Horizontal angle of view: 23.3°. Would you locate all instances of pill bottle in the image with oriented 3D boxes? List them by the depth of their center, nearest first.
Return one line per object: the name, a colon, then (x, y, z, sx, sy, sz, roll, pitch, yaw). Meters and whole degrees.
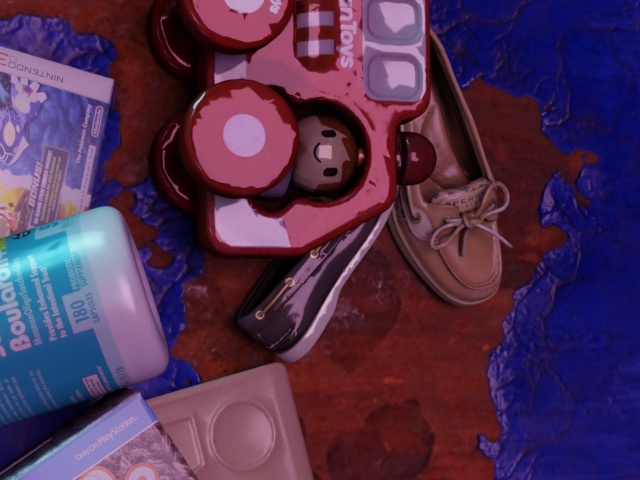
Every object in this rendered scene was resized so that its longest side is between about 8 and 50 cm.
pill bottle: (-0.264, 0.077, 1.238, 0.264, 0.146, 0.146, -19, 92, -4)

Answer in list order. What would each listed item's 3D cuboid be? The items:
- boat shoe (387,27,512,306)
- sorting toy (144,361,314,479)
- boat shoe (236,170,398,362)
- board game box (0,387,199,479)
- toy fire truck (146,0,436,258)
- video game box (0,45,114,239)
boat shoe: (0.114, -0.071, 1.509, 0.104, 0.089, 0.285, -26, 96, -28)
sorting toy: (-0.098, 0.226, 1.397, 0.208, 0.038, 0.193, -14, 90, -32)
boat shoe: (0.000, 0.000, 1.446, 0.068, 0.081, 0.228, 35, 72, -23)
board game box: (-0.169, 0.301, 1.250, 0.232, 0.141, 0.291, -35, 95, -13)
toy fire truck: (-0.015, -0.136, 1.384, 0.253, 0.169, 0.302, 0, 84, -17)
video game box: (-0.286, -0.066, 1.327, 0.187, 0.048, 0.205, 14, 77, -23)
